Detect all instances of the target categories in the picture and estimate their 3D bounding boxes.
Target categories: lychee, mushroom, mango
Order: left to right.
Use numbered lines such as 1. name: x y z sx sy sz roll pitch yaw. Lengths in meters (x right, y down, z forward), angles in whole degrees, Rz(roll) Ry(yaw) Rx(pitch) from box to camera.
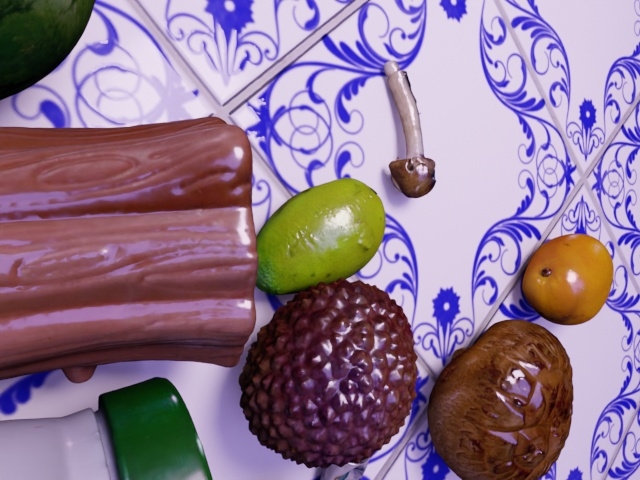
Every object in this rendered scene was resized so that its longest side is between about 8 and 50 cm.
1. mango: 0.000 0.000 0.506 0.178 0.100 0.119 -32 109 -17
2. lychee: 0.016 0.129 0.464 0.188 0.188 0.188 -1 91 -30
3. mushroom: 0.113 -0.147 0.599 0.060 0.061 0.187 -3 81 -43
4. mushroom: 0.266 0.236 0.637 0.253 0.153 0.253 -8 105 -32
5. mango: 0.427 0.060 0.747 0.219 0.112 0.145 -17 99 -40

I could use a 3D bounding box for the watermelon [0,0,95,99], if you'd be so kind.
1. watermelon: -0.268 -0.204 0.271 0.242 0.242 0.242 -1 91 -30

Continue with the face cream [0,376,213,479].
1. face cream: -0.249 0.235 0.257 0.357 0.312 0.219 -8 63 -32

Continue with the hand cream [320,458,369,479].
1. hand cream: 0.027 0.349 0.558 0.084 0.050 0.257 2 97 -28

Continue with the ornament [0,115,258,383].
1. ornament: -0.182 -0.002 0.354 0.217 0.221 0.235 -4 138 -26
